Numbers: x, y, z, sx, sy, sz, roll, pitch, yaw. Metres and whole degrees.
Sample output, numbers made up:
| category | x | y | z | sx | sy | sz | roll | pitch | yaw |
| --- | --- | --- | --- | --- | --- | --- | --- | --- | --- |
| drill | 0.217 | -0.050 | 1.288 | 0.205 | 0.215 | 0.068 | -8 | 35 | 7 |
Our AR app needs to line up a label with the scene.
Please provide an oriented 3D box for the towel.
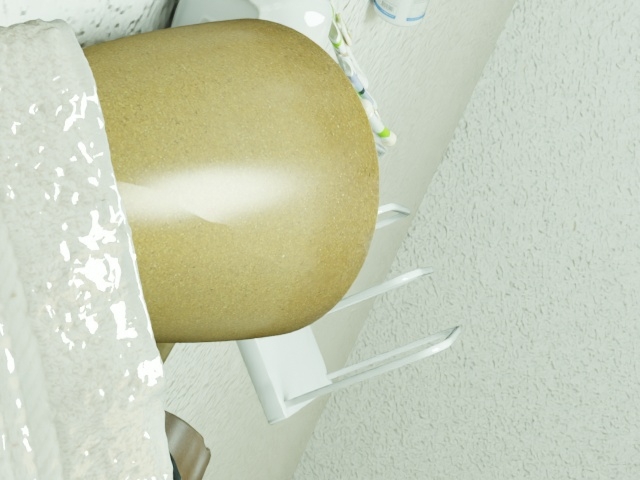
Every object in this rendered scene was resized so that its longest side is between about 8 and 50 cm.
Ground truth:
| category | x | y | z | sx | sy | sz | roll | pitch | yaw |
| --- | --- | --- | --- | --- | --- | --- | --- | --- | --- |
| towel | -0.172 | 0.047 | 0.464 | 0.187 | 0.049 | 0.282 | -17 | 100 | -35 |

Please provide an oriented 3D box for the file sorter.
| category | x | y | z | sx | sy | sz | roll | pitch | yaw |
| --- | --- | --- | --- | --- | --- | --- | --- | --- | --- |
| file sorter | 0.000 | 0.000 | 0.953 | 0.173 | 0.278 | 0.193 | -23 | 175 | 11 |

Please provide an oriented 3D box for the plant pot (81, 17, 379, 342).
| category | x | y | z | sx | sy | sz | roll | pitch | yaw |
| --- | --- | --- | --- | --- | --- | --- | --- | --- | --- |
| plant pot | -0.128 | -0.032 | 0.644 | 0.254 | 0.237 | 0.237 | -10 | 130 | -54 |

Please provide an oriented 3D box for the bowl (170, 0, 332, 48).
| category | x | y | z | sx | sy | sz | roll | pitch | yaw |
| --- | --- | --- | --- | --- | --- | --- | --- | --- | --- |
| bowl | -0.070 | -0.153 | 0.780 | 0.053 | 0.142 | 0.142 | -4 | 124 | -48 |

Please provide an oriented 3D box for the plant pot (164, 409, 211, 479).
| category | x | y | z | sx | sy | sz | roll | pitch | yaw |
| --- | --- | --- | --- | --- | --- | --- | --- | --- | --- |
| plant pot | -0.214 | 0.289 | 1.143 | 0.167 | 0.167 | 0.165 | 105 | 10 | -49 |

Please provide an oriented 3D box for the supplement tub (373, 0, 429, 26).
| category | x | y | z | sx | sy | sz | roll | pitch | yaw |
| --- | --- | --- | --- | --- | --- | --- | --- | --- | --- |
| supplement tub | 0.113 | -0.335 | 1.281 | 0.071 | 0.071 | 0.107 | -51 | 165 | -44 |

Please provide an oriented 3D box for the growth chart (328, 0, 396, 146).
| category | x | y | z | sx | sy | sz | roll | pitch | yaw |
| --- | --- | --- | --- | --- | --- | --- | --- | --- | --- |
| growth chart | 0.012 | -0.201 | 0.887 | 0.021 | 0.237 | 0.172 | -20 | 176 | 10 |

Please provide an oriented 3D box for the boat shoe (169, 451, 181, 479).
| category | x | y | z | sx | sy | sz | roll | pitch | yaw |
| --- | --- | --- | --- | --- | --- | --- | --- | --- | --- |
| boat shoe | -0.129 | 0.195 | 0.600 | 0.340 | 0.127 | 0.113 | -76 | -176 | -88 |

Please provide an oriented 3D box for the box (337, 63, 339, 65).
| category | x | y | z | sx | sy | sz | roll | pitch | yaw |
| --- | --- | --- | --- | --- | --- | --- | --- | --- | --- |
| box | -0.026 | -0.098 | 1.304 | 0.159 | 0.044 | 0.233 | -51 | 165 | -43 |

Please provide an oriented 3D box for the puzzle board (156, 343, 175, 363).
| category | x | y | z | sx | sy | sz | roll | pitch | yaw |
| --- | --- | --- | --- | --- | --- | --- | --- | --- | --- |
| puzzle board | -0.191 | 0.115 | 1.177 | 0.096 | 0.011 | 0.128 | -61 | 169 | -9 |
